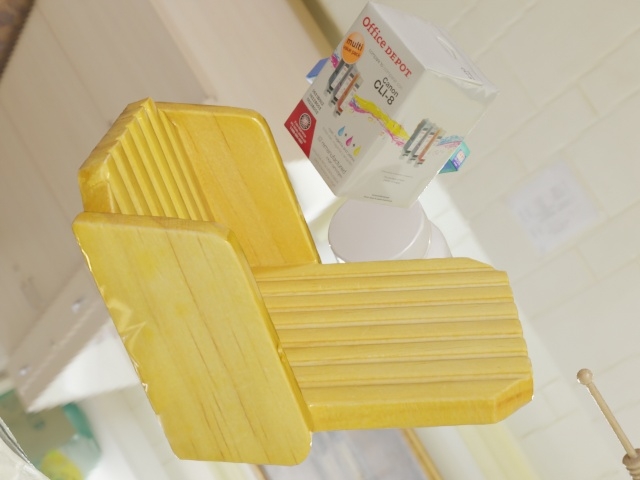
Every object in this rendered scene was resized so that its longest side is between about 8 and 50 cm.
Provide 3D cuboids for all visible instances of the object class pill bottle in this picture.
[{"bbox_3d":[0.117,0.063,1.578,0.160,0.160,0.283,-31,137,-2],"label":"pill bottle"}]

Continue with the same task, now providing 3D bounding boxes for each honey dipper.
[{"bbox_3d":[0.323,0.206,1.231,0.030,0.161,0.030,-32,-163,11],"label":"honey dipper"}]

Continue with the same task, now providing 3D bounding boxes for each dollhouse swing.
[{"bbox_3d":[0.000,0.000,1.029,0.304,0.315,0.347,-17,-160,10],"label":"dollhouse swing"}]

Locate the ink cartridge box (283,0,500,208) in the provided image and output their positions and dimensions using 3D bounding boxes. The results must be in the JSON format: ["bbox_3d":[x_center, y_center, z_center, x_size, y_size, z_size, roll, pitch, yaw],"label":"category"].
[{"bbox_3d":[0.076,-0.144,1.216,0.127,0.128,0.176,8,127,-45],"label":"ink cartridge box"}]

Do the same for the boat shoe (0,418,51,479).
[{"bbox_3d":[-0.357,0.211,1.101,0.116,0.319,0.099,-47,-167,-28],"label":"boat shoe"}]

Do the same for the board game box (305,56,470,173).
[{"bbox_3d":[0.098,-0.182,1.618,0.160,0.210,0.047,-6,-141,47],"label":"board game box"}]
